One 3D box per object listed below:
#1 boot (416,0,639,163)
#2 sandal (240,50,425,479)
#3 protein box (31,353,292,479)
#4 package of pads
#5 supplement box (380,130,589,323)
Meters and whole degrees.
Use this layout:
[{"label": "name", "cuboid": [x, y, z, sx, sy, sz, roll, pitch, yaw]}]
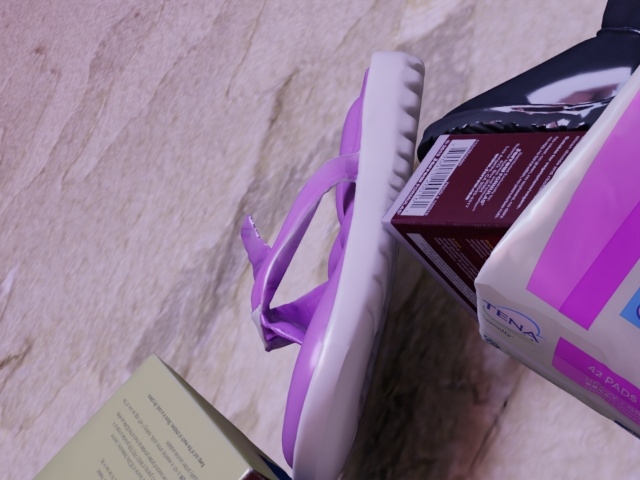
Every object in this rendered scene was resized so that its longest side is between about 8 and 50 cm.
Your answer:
[{"label": "boot", "cuboid": [0.195, -0.128, 1.184, 0.246, 0.094, 0.207, -10, 46, 41]}, {"label": "sandal", "cuboid": [-0.002, 0.013, 1.196, 0.416, 0.102, 0.169, -75, -6, -58]}, {"label": "protein box", "cuboid": [-0.096, 0.209, 1.081, 0.201, 0.136, 0.200, -47, 26, -3]}, {"label": "package of pads", "cuboid": [0.245, -0.018, 0.811, 0.296, 0.229, 0.101, -52, -18, -12]}, {"label": "supplement box", "cuboid": [0.155, 0.006, 1.008, 0.073, 0.130, 0.239, -54, 27, -18]}]
